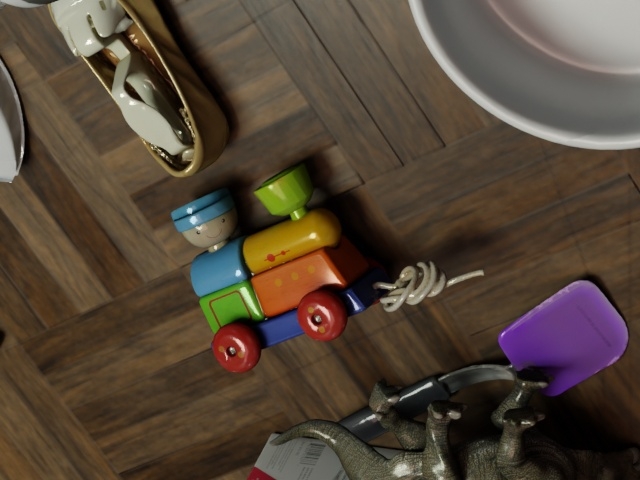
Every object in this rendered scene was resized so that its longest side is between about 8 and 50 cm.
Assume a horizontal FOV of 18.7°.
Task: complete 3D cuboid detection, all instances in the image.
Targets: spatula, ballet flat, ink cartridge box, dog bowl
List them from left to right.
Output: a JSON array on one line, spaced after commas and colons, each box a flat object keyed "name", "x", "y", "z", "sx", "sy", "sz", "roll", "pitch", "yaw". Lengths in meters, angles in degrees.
[{"name": "ballet flat", "x": -0.153, "y": -0.149, "z": 1.529, "sx": 0.080, "sy": 0.073, "sz": 0.232, "roll": -30, "pitch": 107, "yaw": 32}, {"name": "ink cartridge box", "x": 0.014, "y": 0.229, "z": 1.682, "sx": 0.150, "sy": 0.109, "sz": 0.063, "roll": 6, "pitch": 122, "yaw": 17}, {"name": "spatula", "x": 0.121, "y": 0.119, "z": 1.620, "sx": 0.296, "sy": 0.030, "sz": 0.084, "roll": -27, "pitch": 118, "yaw": 33}, {"name": "dog bowl", "x": 0.197, "y": -0.201, "z": 1.343, "sx": 0.265, "sy": 0.104, "sz": 0.265, "roll": 10, "pitch": 123, "yaw": 15}]

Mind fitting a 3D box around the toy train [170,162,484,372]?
[{"name": "toy train", "x": 0.000, "y": 0.000, "z": 1.558, "sx": 0.248, "sy": 0.105, "sz": 0.143, "roll": -22, "pitch": 98, "yaw": 31}]

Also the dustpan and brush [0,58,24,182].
[{"name": "dustpan and brush", "x": -0.319, "y": -0.155, "z": 1.607, "sx": 0.147, "sy": 0.060, "sz": 0.211, "roll": 7, "pitch": 130, "yaw": 4}]

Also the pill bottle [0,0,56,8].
[{"name": "pill bottle", "x": -0.184, "y": -0.264, "z": 1.406, "sx": 0.283, "sy": 0.161, "sz": 0.161, "roll": -19, "pitch": 112, "yaw": 27}]

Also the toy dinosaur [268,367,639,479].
[{"name": "toy dinosaur", "x": 0.117, "y": 0.193, "z": 1.565, "sx": 0.313, "sy": 0.121, "sz": 0.160, "roll": -5, "pitch": 111, "yaw": 0}]
